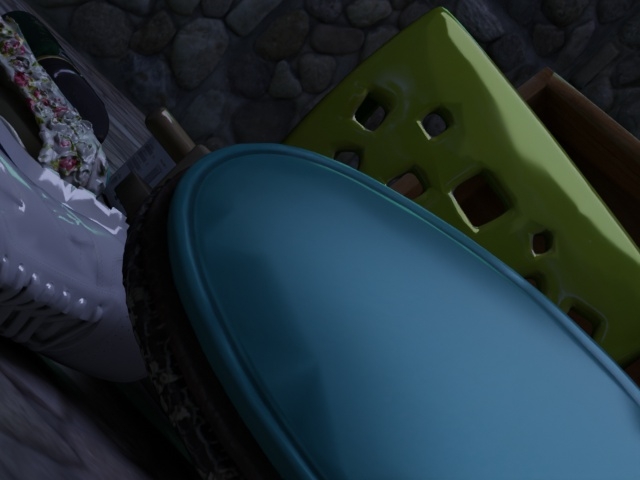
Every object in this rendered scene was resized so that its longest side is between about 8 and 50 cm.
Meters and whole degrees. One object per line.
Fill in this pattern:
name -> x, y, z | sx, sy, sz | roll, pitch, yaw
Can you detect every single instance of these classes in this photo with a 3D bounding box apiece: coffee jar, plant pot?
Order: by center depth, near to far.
plant pot -> 0.024, 0.042, 1.015 | 0.227, 0.207, 0.228 | 53, -31, 6
coffee jar -> -0.254, -0.137, 1.630 | 0.096, 0.079, 0.184 | 53, -3, -31

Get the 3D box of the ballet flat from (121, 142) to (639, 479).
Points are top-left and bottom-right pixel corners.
ballet flat -> 0.114, 0.159, 0.599 | 0.482, 0.164, 0.182 | 33, -46, 19

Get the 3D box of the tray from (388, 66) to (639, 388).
tray -> 0.214, 0.076, 1.187 | 0.411, 0.203, 0.076 | 45, -14, 33

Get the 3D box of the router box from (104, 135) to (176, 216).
router box -> -0.055, 0.063, 1.685 | 0.301, 0.082, 0.335 | 45, 2, -21

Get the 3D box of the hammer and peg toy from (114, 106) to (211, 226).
hammer and peg toy -> -0.059, 0.046, 1.318 | 0.266, 0.127, 0.361 | 45, -1, -13

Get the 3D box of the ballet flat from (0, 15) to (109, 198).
ballet flat -> -0.243, -0.109, 1.315 | 0.241, 0.091, 0.077 | 43, 22, 28

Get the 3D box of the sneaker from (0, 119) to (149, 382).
sneaker -> -0.154, 0.010, 0.867 | 0.235, 0.090, 0.095 | 44, 21, -36
